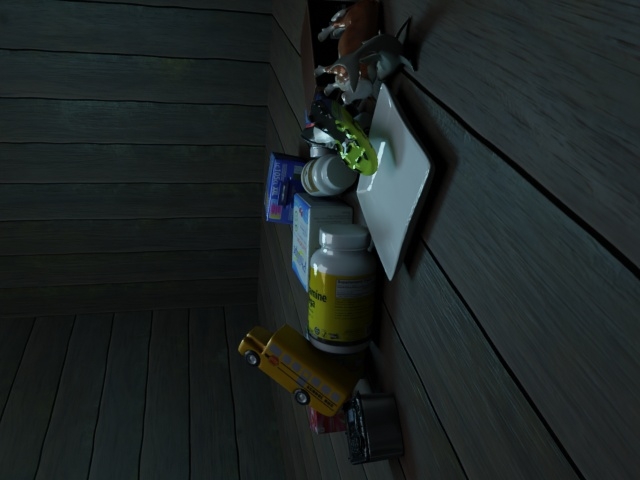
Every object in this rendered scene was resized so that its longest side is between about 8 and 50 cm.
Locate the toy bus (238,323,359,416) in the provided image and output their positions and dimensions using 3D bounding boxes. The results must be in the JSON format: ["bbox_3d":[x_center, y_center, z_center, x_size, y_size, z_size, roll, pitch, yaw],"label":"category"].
[{"bbox_3d":[-0.065,0.354,1.482,0.130,0.332,0.108,-60,-12,25],"label":"toy bus"}]

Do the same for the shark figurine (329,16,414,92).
[{"bbox_3d":[0.151,-0.402,1.157,0.116,0.278,0.166,48,121,9],"label":"shark figurine"}]

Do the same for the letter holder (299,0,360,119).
[{"bbox_3d":[0.028,-0.543,1.610,0.214,0.151,0.302,121,145,-69],"label":"letter holder"}]

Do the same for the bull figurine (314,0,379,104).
[{"bbox_3d":[0.080,-0.484,1.377,0.188,0.101,0.311,0,73,40],"label":"bull figurine"}]

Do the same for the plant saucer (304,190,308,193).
[{"bbox_3d":[-0.051,-0.090,2.229,0.278,0.041,0.278,179,90,-77],"label":"plant saucer"}]

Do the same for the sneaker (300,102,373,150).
[{"bbox_3d":[0.059,-0.335,1.553,0.330,0.122,0.146,25,104,54],"label":"sneaker"}]

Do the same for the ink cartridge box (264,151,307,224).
[{"bbox_3d":[-0.154,-0.231,2.280,0.395,0.151,0.270,-123,40,-73],"label":"ink cartridge box"}]

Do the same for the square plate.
[{"bbox_3d":[0.175,-0.142,1.254,0.347,0.049,0.344,-105,18,-45],"label":"square plate"}]

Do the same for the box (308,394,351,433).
[{"bbox_3d":[0.028,0.513,1.774,0.122,0.128,0.257,139,128,-73],"label":"box"}]

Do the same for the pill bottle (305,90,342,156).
[{"bbox_3d":[0.011,-0.391,1.747,0.124,0.124,0.222,-162,71,-76],"label":"pill bottle"}]

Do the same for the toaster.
[{"bbox_3d":[0.133,0.490,1.371,0.186,0.110,0.168,113,151,-61],"label":"toaster"}]

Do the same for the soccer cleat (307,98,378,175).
[{"bbox_3d":[0.079,-0.276,1.347,0.289,0.121,0.093,54,139,33],"label":"soccer cleat"}]

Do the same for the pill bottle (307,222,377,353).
[{"bbox_3d":[0.061,0.129,1.462,0.188,0.187,0.334,-131,42,-69],"label":"pill bottle"}]

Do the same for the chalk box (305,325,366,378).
[{"bbox_3d":[0.020,0.347,1.604,0.132,0.212,0.132,-120,30,-65],"label":"chalk box"}]

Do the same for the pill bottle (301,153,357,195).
[{"bbox_3d":[0.029,-0.209,1.669,0.229,0.131,0.131,-174,83,-72],"label":"pill bottle"}]

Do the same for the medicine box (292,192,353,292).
[{"bbox_3d":[0.000,0.000,1.788,0.263,0.149,0.290,-132,43,-70],"label":"medicine box"}]
